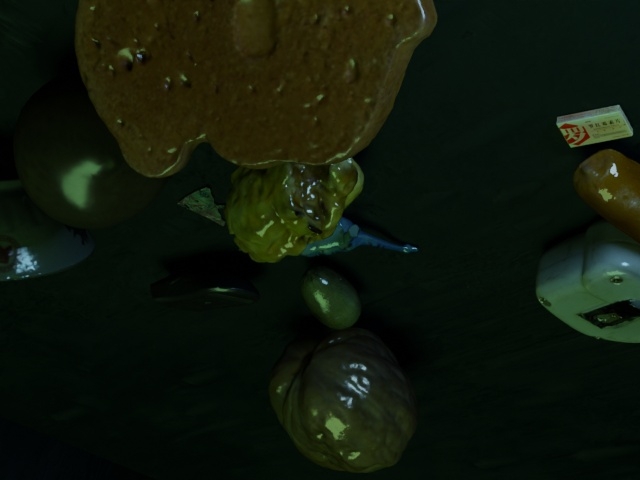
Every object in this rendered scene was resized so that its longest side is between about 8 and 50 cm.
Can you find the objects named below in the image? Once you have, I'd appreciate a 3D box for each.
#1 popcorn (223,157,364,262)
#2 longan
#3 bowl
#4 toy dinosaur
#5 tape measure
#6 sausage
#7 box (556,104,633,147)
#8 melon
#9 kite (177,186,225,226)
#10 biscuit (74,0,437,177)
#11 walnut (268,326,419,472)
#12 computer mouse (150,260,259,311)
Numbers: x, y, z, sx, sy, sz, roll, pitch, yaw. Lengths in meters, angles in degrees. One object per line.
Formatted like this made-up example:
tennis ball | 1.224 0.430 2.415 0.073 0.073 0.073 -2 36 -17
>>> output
popcorn | -0.036 -0.074 1.607 0.190 0.191 0.253 18 144 -37
longan | -0.342 -0.141 1.553 0.258 0.258 0.258 10 150 6
bowl | -0.577 -0.055 1.831 0.337 0.337 0.157 7 110 11
toy dinosaur | 0.008 -0.013 1.804 0.329 0.076 0.144 -1 156 4
tape measure | 0.514 0.080 1.699 0.258 0.130 0.265 24 149 -22
sausage | 0.472 -0.056 1.519 0.238 0.098 0.098 32 145 -27
box | 0.389 -0.162 1.449 0.093 0.015 0.058 -9 141 34
melon | 0.019 0.110 1.981 0.099 0.099 0.162 -7 141 32
kite | -0.189 -0.061 1.867 0.153 0.005 0.137 7 152 12
biscuit | -0.087 -0.257 1.218 0.455 0.078 0.349 -2 103 20
walnut | 0.060 0.346 2.177 0.306 0.306 0.344 -14 138 39
computer mouse | -0.230 0.091 2.063 0.264 0.088 0.147 -14 157 38
